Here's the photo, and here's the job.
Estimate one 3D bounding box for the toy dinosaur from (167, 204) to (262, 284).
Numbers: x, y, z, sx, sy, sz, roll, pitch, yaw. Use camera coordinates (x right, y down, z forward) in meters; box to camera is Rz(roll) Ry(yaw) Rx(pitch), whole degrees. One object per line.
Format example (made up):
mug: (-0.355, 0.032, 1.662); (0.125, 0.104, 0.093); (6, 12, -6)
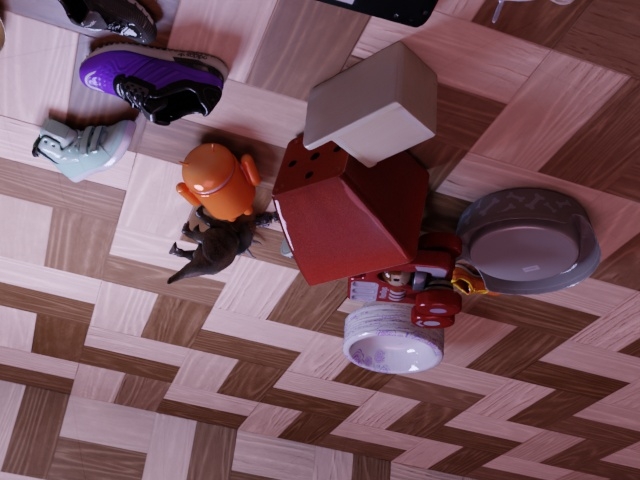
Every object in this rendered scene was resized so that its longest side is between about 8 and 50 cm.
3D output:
toy dinosaur: (-0.262, 0.015, 2.132); (0.160, 0.313, 0.121); (28, 121, 8)

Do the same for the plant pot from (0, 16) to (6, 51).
plant pot: (-0.713, -0.429, 1.663); (0.236, 0.032, 0.236); (5, 147, 3)

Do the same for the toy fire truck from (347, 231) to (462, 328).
toy fire truck: (0.182, 0.087, 1.964); (0.254, 0.169, 0.302); (2, 161, 3)

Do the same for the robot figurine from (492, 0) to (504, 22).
robot figurine: (0.281, -0.481, 1.191); (0.300, 0.200, 0.353); (-26, 134, -24)

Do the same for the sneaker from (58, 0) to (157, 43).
sneaker: (-0.396, -0.408, 1.568); (0.078, 0.106, 0.234); (-20, 140, 37)

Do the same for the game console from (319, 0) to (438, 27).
game console: (0.046, -0.505, 1.393); (0.387, 0.060, 0.342); (13, 152, -10)

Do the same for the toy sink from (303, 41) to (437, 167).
toy sink: (0.099, -0.246, 1.695); (0.234, 0.152, 0.131); (-23, 138, 37)

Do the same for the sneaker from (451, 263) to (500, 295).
sneaker: (0.403, 0.120, 2.304); (0.175, 0.067, 0.064); (18, 145, -20)

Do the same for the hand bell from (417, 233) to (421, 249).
hand bell: (0.210, -0.041, 2.075); (0.126, 0.126, 0.242); (4, 135, 4)

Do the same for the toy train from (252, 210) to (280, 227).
toy train: (-0.095, -0.058, 2.149); (0.158, 0.027, 0.036); (-12, 154, 26)

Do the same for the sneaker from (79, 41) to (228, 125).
sneaker: (-0.334, -0.294, 1.701); (0.293, 0.146, 0.102); (3, 148, 4)

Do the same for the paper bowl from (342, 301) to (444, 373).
paper bowl: (0.209, 0.260, 2.486); (0.284, 0.148, 0.284); (4, 148, 3)

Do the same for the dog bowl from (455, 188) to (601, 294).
dog bowl: (0.479, 0.004, 2.071); (0.349, 0.102, 0.348); (5, 149, 3)

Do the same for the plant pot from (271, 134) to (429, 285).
plant pot: (0.046, -0.100, 1.862); (0.267, 0.267, 0.235); (-16, 131, 31)

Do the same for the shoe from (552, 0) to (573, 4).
shoe: (0.361, -0.449, 1.408); (0.077, 0.058, 0.219); (-14, 143, 29)

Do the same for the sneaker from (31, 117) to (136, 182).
sneaker: (-0.523, -0.219, 1.906); (0.256, 0.094, 0.151); (-23, 135, 37)

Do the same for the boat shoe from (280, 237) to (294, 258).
boat shoe: (0.000, 0.000, 2.179); (0.069, 0.081, 0.228); (29, 149, -36)

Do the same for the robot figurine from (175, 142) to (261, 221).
robot figurine: (-0.225, -0.133, 1.959); (0.158, 0.128, 0.219); (13, 156, 32)
